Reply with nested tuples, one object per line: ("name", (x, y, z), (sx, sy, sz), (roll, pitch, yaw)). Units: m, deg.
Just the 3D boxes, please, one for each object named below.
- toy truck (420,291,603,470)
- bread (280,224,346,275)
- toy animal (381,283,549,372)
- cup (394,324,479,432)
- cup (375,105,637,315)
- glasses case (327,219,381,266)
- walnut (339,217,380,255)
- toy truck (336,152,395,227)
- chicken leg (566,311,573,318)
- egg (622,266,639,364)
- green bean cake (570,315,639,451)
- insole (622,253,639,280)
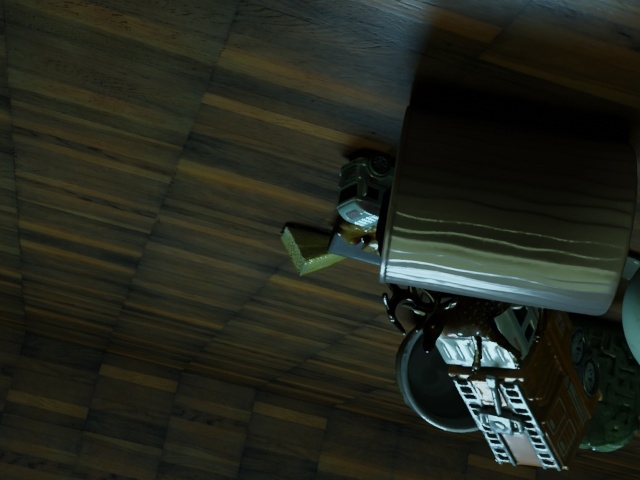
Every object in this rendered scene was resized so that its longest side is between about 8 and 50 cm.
("toy truck", (0.298, 0.182, 1.701), (0.173, 0.207, 0.388), (-1, 134, 36))
("bread", (0.000, 0.000, 1.811), (0.109, 0.080, 0.084), (-21, 167, -11))
("toy animal", (0.204, 0.078, 1.443), (0.087, 0.243, 0.260), (22, 154, 46))
("cup", (0.282, 0.234, 2.122), (0.301, 0.228, 0.257), (-16, 179, -6))
("cup", (0.207, -0.023, 1.272), (0.273, 0.208, 0.288), (9, 162, 6))
("glasses case", (0.109, 0.014, 1.735), (0.190, 0.042, 0.072), (15, 156, -9))
("walnut", (0.096, -0.022, 1.584), (0.142, 0.069, 0.170), (19, 165, -15))
("toy truck", (0.106, -0.036, 1.454), (0.177, 0.115, 0.080), (20, 161, -21))
("chicken leg", (0.321, 0.123, 1.868), (0.227, 0.103, 0.088), (-12, -159, 14))
("egg", (0.555, 0.118, 1.445), (0.370, 0.230, 0.230), (18, 163, -34))
("green bean cake", (0.469, 0.259, 1.953), (0.222, 0.227, 0.125), (14, 165, -5))
("insole", (0.497, 0.055, 1.651), (0.247, 0.011, 0.081), (27, 159, -38))
